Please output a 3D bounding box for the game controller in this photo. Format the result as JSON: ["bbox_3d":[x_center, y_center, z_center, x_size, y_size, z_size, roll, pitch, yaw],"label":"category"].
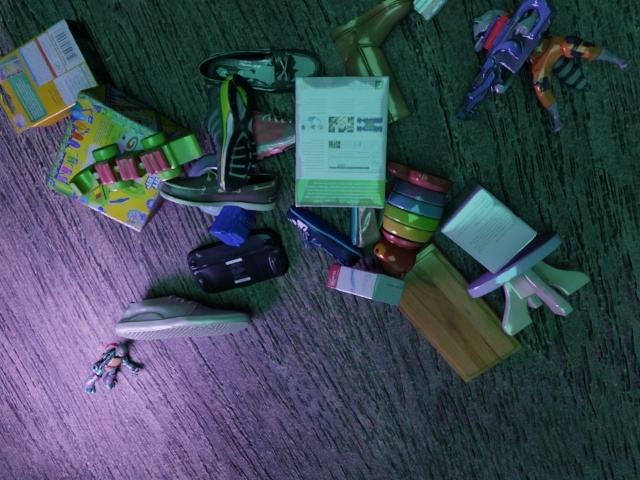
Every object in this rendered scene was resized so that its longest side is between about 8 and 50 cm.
[{"bbox_3d":[-0.262,0.071,1.419,0.318,0.067,0.167,-15,119,15],"label":"game controller"}]

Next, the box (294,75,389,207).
[{"bbox_3d":[0.051,-0.245,1.140,0.232,0.058,0.323,2,102,5],"label":"box"}]

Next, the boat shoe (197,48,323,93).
[{"bbox_3d":[-0.163,-0.450,1.200,0.334,0.095,0.112,2,108,10],"label":"boat shoe"}]

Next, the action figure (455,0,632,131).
[{"bbox_3d":[0.489,-0.417,1.091,0.330,0.178,0.341,41,138,3],"label":"action figure"}]

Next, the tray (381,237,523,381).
[{"bbox_3d":[0.379,0.209,1.331,0.202,0.076,0.411,-40,96,19],"label":"tray"}]

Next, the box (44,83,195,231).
[{"bbox_3d":[-0.556,-0.231,1.274,0.279,0.177,0.290,29,111,-14],"label":"box"}]

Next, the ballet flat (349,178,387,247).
[{"bbox_3d":[0.131,-0.136,1.260,0.106,0.108,0.316,-7,113,-8],"label":"ballet flat"}]

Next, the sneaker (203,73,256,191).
[{"bbox_3d":[-0.245,-0.277,1.194,0.121,0.111,0.300,1,89,39],"label":"sneaker"}]

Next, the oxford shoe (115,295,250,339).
[{"bbox_3d":[-0.448,0.243,1.465,0.448,0.169,0.130,-4,63,10],"label":"oxford shoe"}]

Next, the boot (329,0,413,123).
[{"bbox_3d":[0.169,-0.444,1.148,0.236,0.089,0.270,-17,104,31],"label":"boot"}]

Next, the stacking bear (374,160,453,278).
[{"bbox_3d":[0.233,-0.044,1.213,0.164,0.175,0.289,9,106,-31],"label":"stacking bear"}]

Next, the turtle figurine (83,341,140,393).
[{"bbox_3d":[-0.732,0.444,1.595,0.175,0.118,0.234,21,120,-41],"label":"turtle figurine"}]

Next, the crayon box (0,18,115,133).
[{"bbox_3d":[-0.791,-0.471,1.317,0.322,0.083,0.203,-20,103,15],"label":"crayon box"}]

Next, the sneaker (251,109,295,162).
[{"bbox_3d":[-0.136,-0.302,1.235,0.313,0.116,0.136,-18,102,15],"label":"sneaker"}]

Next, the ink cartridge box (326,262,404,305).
[{"bbox_3d":[0.125,0.122,1.261,0.175,0.127,0.073,11,84,47],"label":"ink cartridge box"}]

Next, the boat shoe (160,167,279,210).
[{"bbox_3d":[-0.274,-0.152,1.256,0.324,0.117,0.097,3,121,-21],"label":"boat shoe"}]

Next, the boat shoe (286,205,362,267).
[{"bbox_3d":[0.000,0.000,1.315,0.258,0.109,0.089,37,114,-1],"label":"boat shoe"}]

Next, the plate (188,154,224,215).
[{"bbox_3d":[-0.317,-0.162,1.363,0.188,0.024,0.188,3,110,9],"label":"plate"}]

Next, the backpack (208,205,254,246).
[{"bbox_3d":[-0.246,-0.053,1.330,0.101,0.120,0.098,9,156,33],"label":"backpack"}]

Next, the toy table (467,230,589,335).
[{"bbox_3d":[0.551,0.117,1.193,0.274,0.252,0.161,-37,84,14],"label":"toy table"}]

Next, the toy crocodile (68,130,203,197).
[{"bbox_3d":[-0.465,-0.193,1.140,0.340,0.105,0.115,-13,115,4],"label":"toy crocodile"}]

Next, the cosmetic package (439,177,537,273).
[{"bbox_3d":[0.433,-0.042,1.195,0.183,0.151,0.151,38,110,-4],"label":"cosmetic package"}]

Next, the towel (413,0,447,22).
[{"bbox_3d":[0.243,-0.656,1.096,0.197,0.029,0.144,42,111,-8],"label":"towel"}]
